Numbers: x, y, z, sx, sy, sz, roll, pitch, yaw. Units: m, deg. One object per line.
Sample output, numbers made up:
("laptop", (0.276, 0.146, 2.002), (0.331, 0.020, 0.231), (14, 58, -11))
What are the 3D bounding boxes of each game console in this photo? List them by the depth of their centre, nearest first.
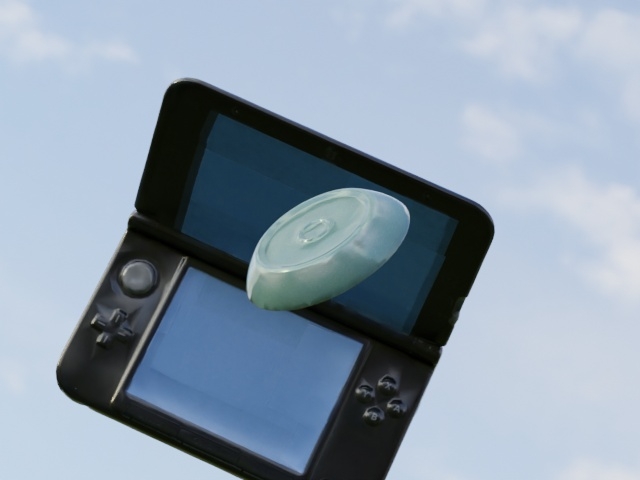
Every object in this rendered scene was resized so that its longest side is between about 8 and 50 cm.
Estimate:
("game console", (-0.043, 0.052, 1.594), (0.293, 0.250, 0.173), (24, -19, 6))

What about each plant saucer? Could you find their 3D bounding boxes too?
("plant saucer", (0.000, 0.000, 1.276), (0.119, 0.119, 0.021), (-2, -53, 42))
